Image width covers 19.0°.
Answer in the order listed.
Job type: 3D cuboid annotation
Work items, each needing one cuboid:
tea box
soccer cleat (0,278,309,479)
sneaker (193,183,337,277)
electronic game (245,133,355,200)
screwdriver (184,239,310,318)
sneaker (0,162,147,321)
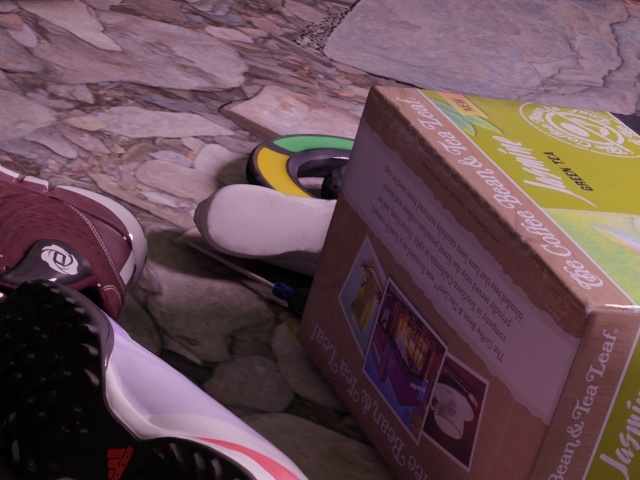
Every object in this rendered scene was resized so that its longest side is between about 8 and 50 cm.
[{"bbox_3d":[0.205,0.067,1.328,0.324,0.220,0.329,3,26,-27],"label":"tea box"},{"bbox_3d":[-0.099,0.128,1.166,0.116,0.108,0.318,25,7,-47],"label":"soccer cleat"},{"bbox_3d":[0.000,0.000,1.550,0.212,0.080,0.094,18,-5,-13],"label":"sneaker"},{"bbox_3d":[0.046,-0.039,1.689,0.229,0.048,0.229,13,23,-6],"label":"electronic game"},{"bbox_3d":[-0.047,0.031,1.500,0.170,0.024,0.025,27,-4,27],"label":"screwdriver"},{"bbox_3d":[-0.260,0.001,1.323,0.281,0.106,0.162,14,26,-7],"label":"sneaker"}]
